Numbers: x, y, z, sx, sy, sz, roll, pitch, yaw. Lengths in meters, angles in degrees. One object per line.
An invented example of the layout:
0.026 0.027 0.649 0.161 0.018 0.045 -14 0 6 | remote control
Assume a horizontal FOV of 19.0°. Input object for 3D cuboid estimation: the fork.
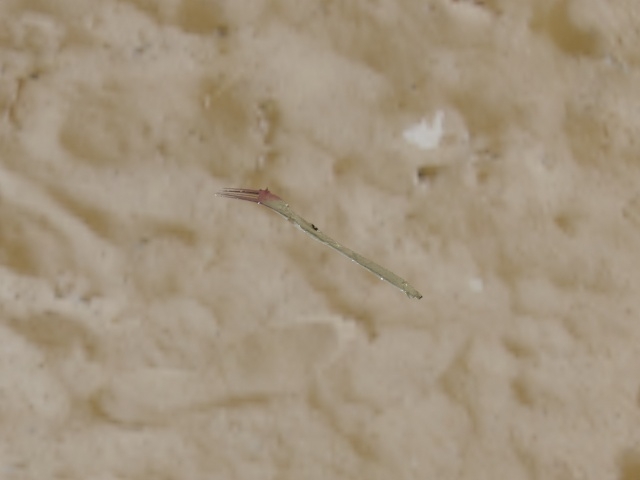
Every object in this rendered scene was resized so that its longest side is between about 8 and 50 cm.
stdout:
0.001 -0.001 0.937 0.115 0.016 0.012 29 124 12 | fork
